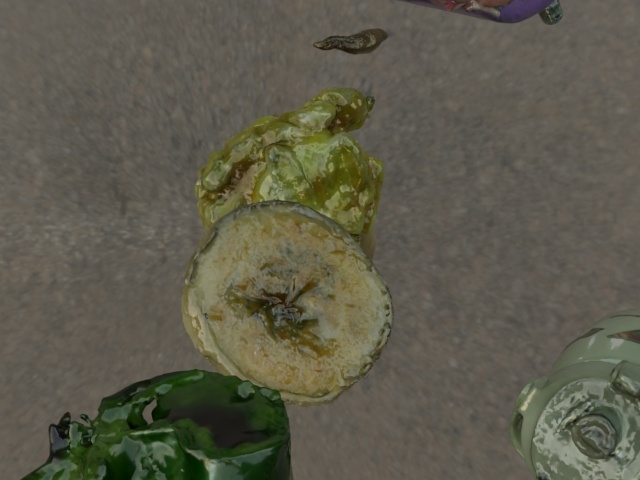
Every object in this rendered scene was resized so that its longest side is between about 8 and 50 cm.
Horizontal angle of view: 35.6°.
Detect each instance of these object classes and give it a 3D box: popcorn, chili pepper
[{"bbox_3d":[-0.036,-0.081,1.610,0.335,0.274,0.279,-17,81,-18],"label":"popcorn"},{"bbox_3d":[-0.114,0.262,0.524,0.167,0.213,0.384,20,100,36],"label":"chili pepper"}]

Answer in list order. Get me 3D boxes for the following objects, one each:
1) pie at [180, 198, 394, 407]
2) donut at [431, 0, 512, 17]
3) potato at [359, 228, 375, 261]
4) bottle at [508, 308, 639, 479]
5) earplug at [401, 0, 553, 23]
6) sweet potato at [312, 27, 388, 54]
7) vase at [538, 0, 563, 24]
[{"bbox_3d":[-0.038,0.073,1.222,0.274,0.055,0.274,8,62,-15],"label":"pie"},{"bbox_3d":[0.118,-0.257,0.637,0.199,0.233,0.085,-6,50,-41],"label":"donut"},{"bbox_3d":[0.000,0.000,1.888,0.192,0.296,0.141,-31,52,8],"label":"potato"},{"bbox_3d":[0.350,0.219,1.184,0.229,0.352,0.229,5,100,28],"label":"bottle"},{"bbox_3d":[0.068,-0.384,1.161,0.215,0.456,0.215,-15,115,-36],"label":"earplug"},{"bbox_3d":[0.057,-0.312,1.576,0.153,0.041,0.038,-17,108,-39],"label":"sweet potato"},{"bbox_3d":[0.286,-0.388,1.372,0.060,0.060,0.211,-35,122,-4],"label":"vase"}]
